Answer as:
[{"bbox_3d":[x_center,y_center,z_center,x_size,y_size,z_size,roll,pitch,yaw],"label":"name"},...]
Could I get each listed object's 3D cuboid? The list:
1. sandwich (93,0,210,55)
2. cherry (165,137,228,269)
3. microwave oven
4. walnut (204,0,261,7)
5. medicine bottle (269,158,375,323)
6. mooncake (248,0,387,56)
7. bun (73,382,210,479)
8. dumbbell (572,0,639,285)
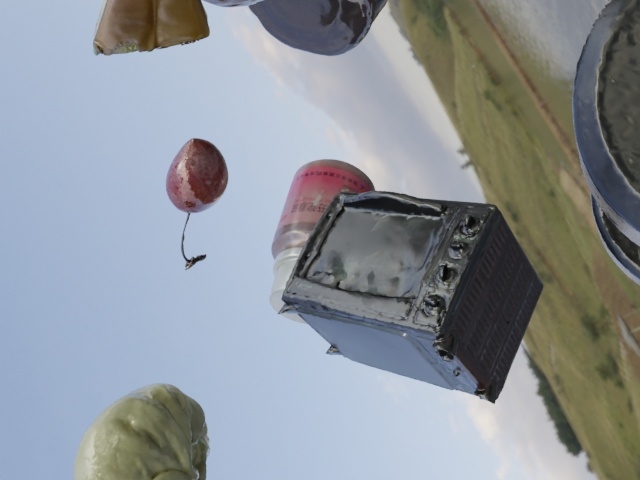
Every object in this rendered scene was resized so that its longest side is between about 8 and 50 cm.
[{"bbox_3d":[-0.325,-0.439,1.211,0.108,0.220,0.186,-107,4,-54],"label":"sandwich"},{"bbox_3d":[-0.194,-0.063,1.079,0.107,0.090,0.225,-71,-8,-50],"label":"cherry"},{"bbox_3d":[0.103,0.058,0.810,0.188,0.248,0.178,45,-117,-42],"label":"microwave oven"},{"bbox_3d":[-0.088,-0.365,0.794,0.167,0.207,0.167,39,-139,-44],"label":"walnut"},{"bbox_3d":[0.000,0.000,1.053,0.147,0.147,0.247,44,-135,-35],"label":"medicine bottle"},{"bbox_3d":[-0.007,-0.409,1.061,0.245,0.245,0.133,48,-131,-26],"label":"mooncake"},{"bbox_3d":[-0.256,0.344,1.045,0.259,0.160,0.259,-9,-90,-67],"label":"bun"},{"bbox_3d":[0.296,-0.059,0.484,0.203,0.204,0.322,65,-163,18],"label":"dumbbell"}]
